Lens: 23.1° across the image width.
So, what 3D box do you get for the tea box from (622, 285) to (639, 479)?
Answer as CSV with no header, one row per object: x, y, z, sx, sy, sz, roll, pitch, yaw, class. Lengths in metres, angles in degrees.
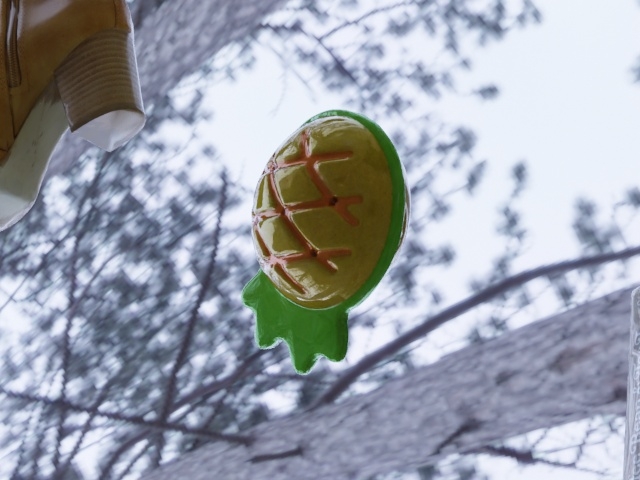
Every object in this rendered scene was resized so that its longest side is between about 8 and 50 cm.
0.441,0.145,1.324,0.220,0.323,0.329,32,-133,-21,tea box

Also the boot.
-0.283,-0.129,1.307,0.295,0.104,0.211,-27,-118,14,boot

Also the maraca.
0.000,0.000,1.089,0.099,0.127,0.185,4,-70,-45,maraca
